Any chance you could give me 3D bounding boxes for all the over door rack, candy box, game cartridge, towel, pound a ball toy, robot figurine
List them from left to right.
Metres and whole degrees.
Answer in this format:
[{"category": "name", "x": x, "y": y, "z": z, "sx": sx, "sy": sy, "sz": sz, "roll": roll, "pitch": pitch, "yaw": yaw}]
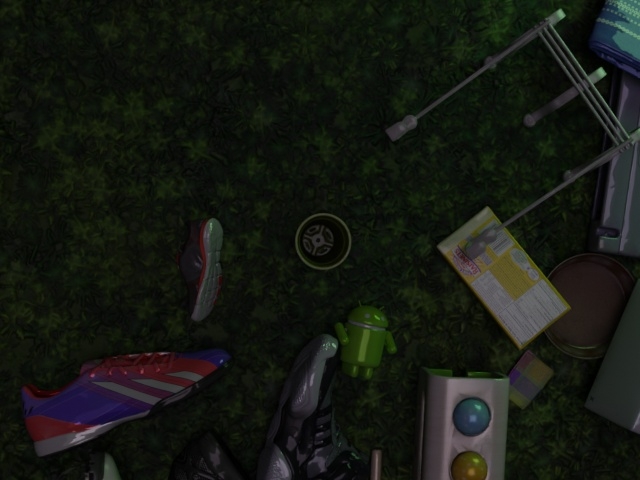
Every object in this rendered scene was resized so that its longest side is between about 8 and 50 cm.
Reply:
[{"category": "robot figurine", "x": 0.065, "y": 0.152, "z": 1.331, "sx": 0.101, "sy": 0.067, "sz": 0.115, "roll": 13, "pitch": 89, "yaw": -24}, {"category": "pound a ball toy", "x": 0.173, "y": 0.357, "z": 1.314, "sx": 0.208, "sy": 0.136, "sz": 0.320, "roll": 4, "pitch": 90, "yaw": -6}, {"category": "candy box", "x": 0.284, "y": 0.058, "z": 1.355, "sx": 0.105, "sy": 0.027, "sz": 0.206, "roll": -38, "pitch": 84, "yaw": -1}, {"category": "over door rack", "x": 0.290, "y": -0.162, "z": 1.326, "sx": 0.324, "sy": 0.108, "sz": 0.240, "roll": -35, "pitch": 90, "yaw": 3}, {"category": "towel", "x": 0.329, "y": 0.223, "z": 1.390, "sx": 0.060, "sy": 0.009, "sz": 0.083, "roll": 38, "pitch": 88, "yaw": -6}, {"category": "game cartridge", "x": 0.562, "y": -0.142, "z": 1.383, "sx": 0.230, "sy": 0.068, "sz": 0.355, "roll": 9, "pitch": 90, "yaw": -10}, {"category": "towel", "x": 0.576, "y": -0.377, "z": 1.353, "sx": 0.243, "sy": 0.040, "sz": 0.336, "roll": 28, "pitch": 75, "yaw": 0}]

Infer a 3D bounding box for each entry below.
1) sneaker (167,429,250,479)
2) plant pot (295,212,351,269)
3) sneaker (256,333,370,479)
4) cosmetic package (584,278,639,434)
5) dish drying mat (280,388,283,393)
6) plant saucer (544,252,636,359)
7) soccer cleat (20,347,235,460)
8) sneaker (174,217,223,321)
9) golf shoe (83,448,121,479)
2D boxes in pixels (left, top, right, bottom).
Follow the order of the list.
[{"category": "sneaker", "x": -0.151, "y": 0.413, "z": 1.308, "sx": 0.130, "sy": 0.087, "sz": 0.228, "roll": -36, "pitch": 92, "yaw": -2}, {"category": "plant pot", "x": 0.000, "y": 0.000, "z": 1.315, "sx": 0.083, "sy": 0.079, "sz": 0.083, "roll": 0, "pitch": 92, "yaw": -6}, {"category": "sneaker", "x": 0.010, "y": 0.281, "z": 1.313, "sx": 0.153, "sy": 0.101, "sz": 0.269, "roll": 20, "pitch": 93, "yaw": -14}, {"category": "cosmetic package", "x": 0.569, "y": 0.208, "z": 1.336, "sx": 0.224, "sy": 0.138, "sz": 0.224, "roll": 23, "pitch": 89, "yaw": -14}, {"category": "dish drying mat", "x": -0.022, "y": 0.218, "z": 1.354, "sx": 0.083, "sy": 0.008, "sz": 0.032, "roll": -43, "pitch": 96, "yaw": -3}, {"category": "plant saucer", "x": 0.425, "y": 0.104, "z": 1.388, "sx": 0.168, "sy": 0.029, "sz": 0.169, "roll": 0, "pitch": 91, "yaw": -7}, {"category": "soccer cleat", "x": -0.284, "y": 0.212, "z": 1.281, "sx": 0.318, "sy": 0.108, "sz": 0.117, "roll": -23, "pitch": 90, "yaw": -3}, {"category": "sneaker", "x": -0.188, "y": 0.042, "z": 1.318, "sx": 0.064, "sy": 0.061, "sz": 0.158, "roll": 7, "pitch": 90, "yaw": 21}, {"category": "golf shoe", "x": -0.282, "y": 0.428, "z": 1.295, "sx": 0.120, "sy": 0.105, "sz": 0.273, "roll": -14, "pitch": 101, "yaw": -14}]
